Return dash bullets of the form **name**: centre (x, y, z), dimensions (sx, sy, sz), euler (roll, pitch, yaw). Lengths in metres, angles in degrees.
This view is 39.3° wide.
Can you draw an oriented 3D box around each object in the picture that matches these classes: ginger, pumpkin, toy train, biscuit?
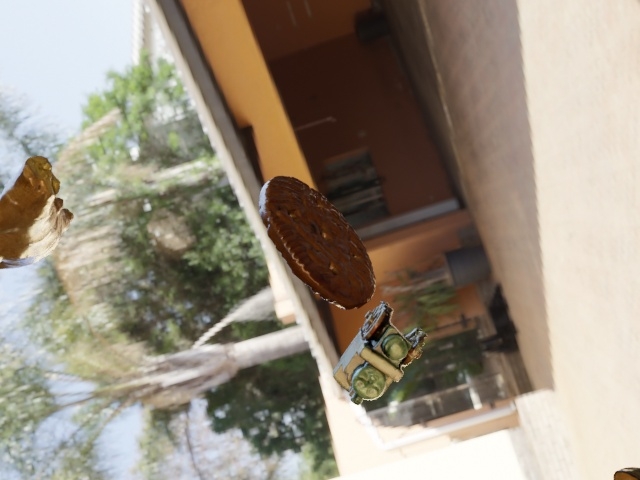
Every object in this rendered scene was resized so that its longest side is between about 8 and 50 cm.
- **ginger**: centre (-0.587, -0.043, 1.668), dimensions (0.375, 0.236, 0.166), euler (105, 152, -63)
- **pumpkin**: centre (0.282, 0.216, 0.752), dimensions (0.083, 0.028, 0.050), euler (57, 158, -16)
- **toy train**: centre (0.072, 0.146, 1.130), dimensions (0.081, 0.125, 0.194), euler (34, -179, 1)
- **biscuit**: centre (0.001, -0.001, 1.065), dimensions (0.188, 0.027, 0.187), euler (40, -155, -23)
